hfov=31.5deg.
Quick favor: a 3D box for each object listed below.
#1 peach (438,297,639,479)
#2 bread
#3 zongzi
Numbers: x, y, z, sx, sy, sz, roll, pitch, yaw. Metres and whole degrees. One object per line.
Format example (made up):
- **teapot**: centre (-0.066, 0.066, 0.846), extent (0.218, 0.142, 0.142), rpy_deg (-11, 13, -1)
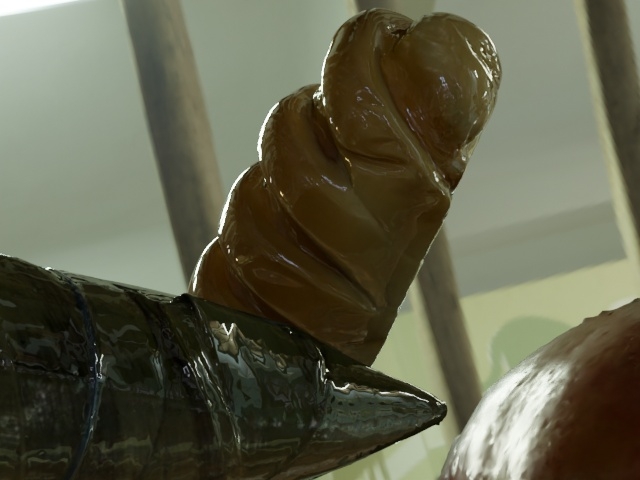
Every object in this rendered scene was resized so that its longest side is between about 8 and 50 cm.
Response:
- **peach**: centre (0.276, 0.214, 0.715), extent (0.406, 0.310, 0.335), rpy_deg (-3, -58, 5)
- **bread**: centre (0.000, 0.000, 0.678), extent (0.121, 0.173, 0.311), rpy_deg (27, -64, 2)
- **zongzi**: centre (-0.115, 0.099, 0.548), extent (0.274, 0.125, 0.251), rpy_deg (9, -25, -34)
